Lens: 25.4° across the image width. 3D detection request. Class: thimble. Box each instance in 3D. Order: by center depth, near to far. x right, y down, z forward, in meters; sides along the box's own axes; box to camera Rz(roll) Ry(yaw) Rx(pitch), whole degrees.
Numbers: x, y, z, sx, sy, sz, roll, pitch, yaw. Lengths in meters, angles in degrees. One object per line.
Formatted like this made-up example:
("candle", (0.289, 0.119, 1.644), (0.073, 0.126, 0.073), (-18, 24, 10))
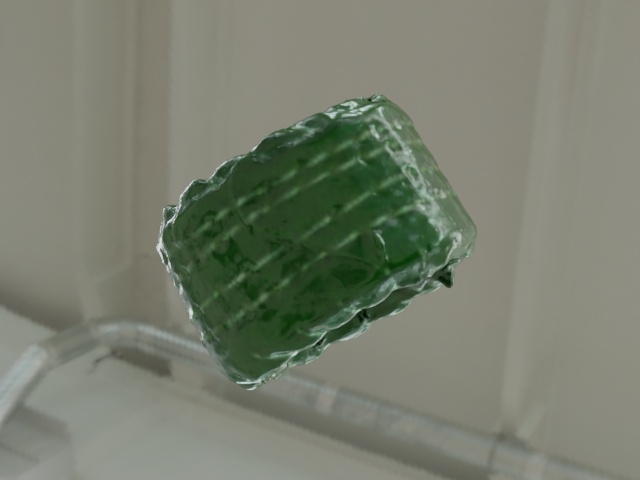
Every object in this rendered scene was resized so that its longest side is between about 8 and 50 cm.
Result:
("thimble", (0.000, 0.000, 0.622), (0.090, 0.130, 0.118), (60, -24, 9))
